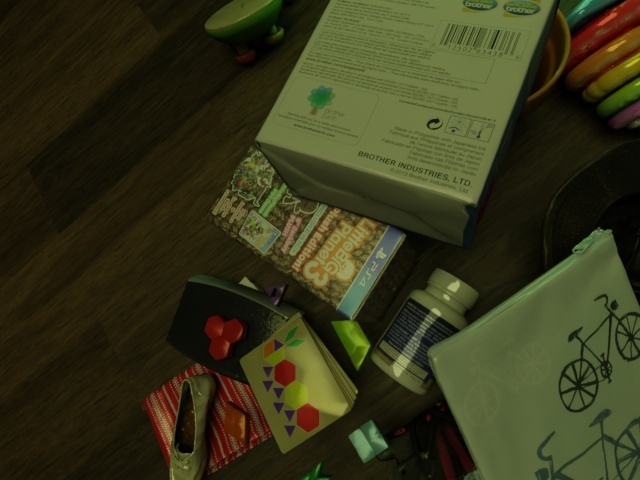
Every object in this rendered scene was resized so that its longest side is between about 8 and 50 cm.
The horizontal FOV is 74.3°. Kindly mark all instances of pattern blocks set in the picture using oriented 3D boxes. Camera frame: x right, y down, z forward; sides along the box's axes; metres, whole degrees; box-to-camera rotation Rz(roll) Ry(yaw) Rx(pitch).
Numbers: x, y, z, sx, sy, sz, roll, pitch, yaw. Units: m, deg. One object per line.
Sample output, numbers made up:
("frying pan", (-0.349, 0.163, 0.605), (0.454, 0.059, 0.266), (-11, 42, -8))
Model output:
("pattern blocks set", (-0.043, 0.227, 0.695), (0.285, 0.026, 0.325), (-29, 67, 11))

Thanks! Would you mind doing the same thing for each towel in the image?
("towel", (-0.209, 0.329, 0.822), (0.274, 0.031, 0.199), (-35, 70, 8))

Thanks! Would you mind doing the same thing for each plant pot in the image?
("plant pot", (0.283, -0.268, 0.713), (0.205, 0.188, 0.205), (-4, 77, 16))

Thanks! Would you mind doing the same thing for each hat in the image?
("hat", (0.478, 0.013, 0.623), (0.331, 0.134, 0.331), (0, 91, 6))

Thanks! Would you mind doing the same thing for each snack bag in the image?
("snack bag", (0.296, 0.199, 0.504), (0.323, 0.037, 0.343), (-28, 96, -19))

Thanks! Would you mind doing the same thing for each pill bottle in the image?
("pill bottle", (0.176, 0.145, 0.698), (0.112, 0.112, 0.187), (34, 90, 21))

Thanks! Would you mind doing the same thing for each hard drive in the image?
("hard drive", (-0.170, 0.169, 0.800), (0.254, 0.054, 0.172), (16, 83, 22))

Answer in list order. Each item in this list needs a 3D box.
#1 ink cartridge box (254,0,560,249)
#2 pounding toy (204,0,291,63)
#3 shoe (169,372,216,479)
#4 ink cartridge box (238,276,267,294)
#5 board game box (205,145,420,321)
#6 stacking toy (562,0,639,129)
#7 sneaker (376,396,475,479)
("ink cartridge box", (0.134, -0.223, 0.553), (0.270, 0.151, 0.396), (20, 78, 20))
("pounding toy", (-0.143, -0.486, 0.955), (0.182, 0.110, 0.237), (-1, 48, 28))
("shoe", (-0.248, 0.359, 0.780), (0.076, 0.058, 0.219), (3, 78, 21))
("ink cartridge box", (-0.133, 0.118, 0.844), (0.083, 0.028, 0.048), (44, 94, 20))
("board game box", (0.000, 0.000, 0.721), (0.291, 0.232, 0.141), (32, 90, 21))
("stacking toy", (0.501, -0.244, 0.675), (0.175, 0.166, 0.302), (-29, 83, -3))
("sneaker", (0.195, 0.306, 0.617), (0.202, 0.185, 0.483), (25, 76, 35))
